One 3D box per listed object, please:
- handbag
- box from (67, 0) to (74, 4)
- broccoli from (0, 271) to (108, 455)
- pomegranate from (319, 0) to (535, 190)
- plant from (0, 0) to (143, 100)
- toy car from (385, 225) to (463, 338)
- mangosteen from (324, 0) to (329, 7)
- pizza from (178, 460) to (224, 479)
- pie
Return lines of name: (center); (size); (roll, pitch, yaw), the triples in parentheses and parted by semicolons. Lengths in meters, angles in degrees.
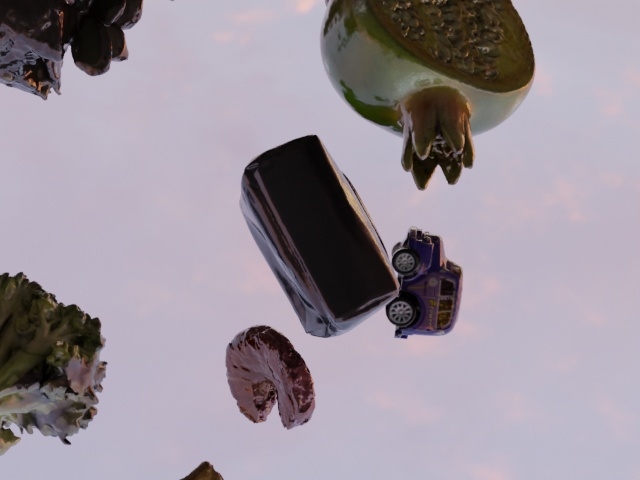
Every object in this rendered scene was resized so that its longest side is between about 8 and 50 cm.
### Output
handbag: (0.003, -0.002, 1.587); (0.178, 0.275, 0.302); (-29, -96, -9)
box: (-0.404, -0.600, 1.788); (0.190, 0.370, 0.112); (13, -175, -25)
broccoli: (-0.544, 0.223, 1.737); (0.293, 0.348, 0.281); (-16, -161, 24)
pomegranate: (0.137, -0.226, 1.382); (0.309, 0.216, 0.358); (16, -120, -26)
plant: (-0.396, -0.313, 1.379); (0.276, 0.188, 0.199); (6, -113, 0)
toy car: (0.220, 0.090, 2.067); (0.158, 0.235, 0.172); (6, -172, 4)
mangosteen: (0.073, -0.496, 1.819); (0.194, 0.194, 0.230); (3, -104, -10)
pizza: (-0.211, 0.517, 1.530); (0.268, 0.087, 0.258); (-34, -88, -17)
pie: (-0.101, 0.259, 1.838); (0.054, 0.204, 0.218); (-21, 180, -41)
